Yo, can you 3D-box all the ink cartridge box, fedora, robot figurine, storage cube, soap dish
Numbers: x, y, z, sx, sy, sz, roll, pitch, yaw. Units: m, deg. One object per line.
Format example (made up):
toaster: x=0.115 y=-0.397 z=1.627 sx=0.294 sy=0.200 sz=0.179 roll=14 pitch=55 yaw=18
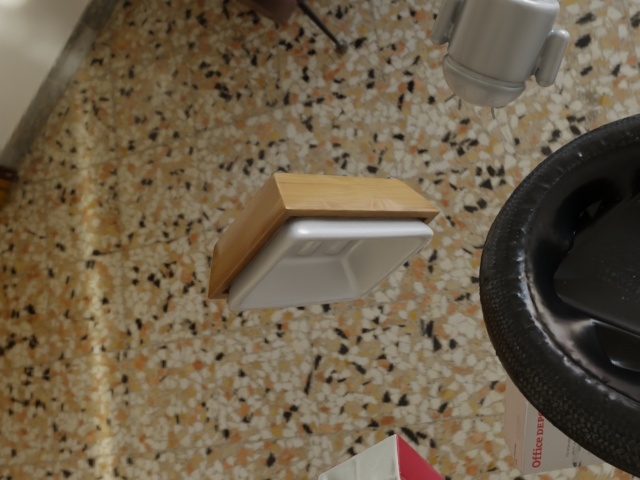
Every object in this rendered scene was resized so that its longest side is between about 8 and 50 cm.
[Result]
ink cartridge box: x=0.493 y=0.315 z=1.352 sx=0.273 sy=0.114 sz=0.198 roll=-7 pitch=117 yaw=-4
fedora: x=0.297 y=0.055 z=0.558 sx=0.334 sy=0.152 sz=0.334 roll=-16 pitch=52 yaw=21
robot figurine: x=0.395 y=-0.447 z=1.594 sx=0.300 sy=0.200 sz=0.353 roll=28 pitch=123 yaw=16
storage cube: x=0.122 y=0.501 z=1.279 sx=0.215 sy=0.193 sz=0.183 roll=-33 pitch=27 yaw=19
soap dish: x=0.000 y=0.000 z=1.064 sx=0.229 sy=0.291 sz=0.118 roll=-46 pitch=56 yaw=41
